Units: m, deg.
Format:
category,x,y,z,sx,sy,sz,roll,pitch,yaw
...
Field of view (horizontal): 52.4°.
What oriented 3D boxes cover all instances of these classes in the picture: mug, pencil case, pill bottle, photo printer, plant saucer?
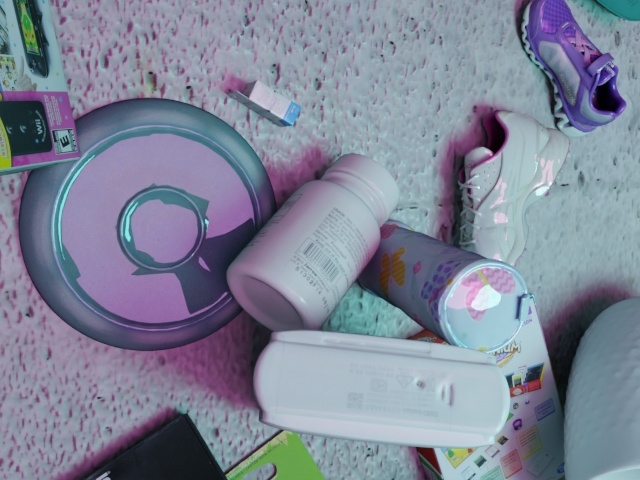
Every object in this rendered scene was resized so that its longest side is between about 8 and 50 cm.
category,x,y,z,sx,sy,sz,roll,pitch,yaw
mug,0.510,0.291,1.003,0.276,0.328,0.374,7,135,12
pencil case,0.141,0.051,0.826,0.124,0.273,0.113,15,96,-21
pill bottle,0.000,0.000,0.814,0.131,0.131,0.229,51,58,-20
photo printer,0.046,0.181,0.771,0.256,0.307,0.107,7,75,-5
plant saucer,-0.196,-0.015,0.797,0.318,0.044,0.317,-3,97,-23

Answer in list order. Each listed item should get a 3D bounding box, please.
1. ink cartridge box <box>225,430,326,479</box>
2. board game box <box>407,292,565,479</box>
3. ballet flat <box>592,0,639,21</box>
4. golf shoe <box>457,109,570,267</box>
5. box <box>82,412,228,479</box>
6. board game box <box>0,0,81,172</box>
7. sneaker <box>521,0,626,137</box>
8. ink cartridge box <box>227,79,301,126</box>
category,x,y,z,sx,sy,sz,roll,pitch,yaw
ink cartridge box,-0.037,0.417,0.885,0.189,0.097,0.255,-34,109,-16
board game box,0.257,0.266,1.009,0.242,0.064,0.316,-23,104,-19
ballet flat,0.379,-0.447,0.963,0.348,0.123,0.123,20,88,-23
golf shoe,0.244,-0.052,0.954,0.140,0.115,0.306,30,78,-13
box,-0.196,0.340,0.789,0.191,0.045,0.184,-30,76,-17
board game box,-0.360,-0.159,0.574,0.097,0.303,0.224,-6,101,17
sneaker,0.392,-0.269,0.984,0.095,0.104,0.236,-34,107,-15
ink cartridge box,-0.072,-0.177,0.826,0.083,0.048,0.028,28,85,-24
